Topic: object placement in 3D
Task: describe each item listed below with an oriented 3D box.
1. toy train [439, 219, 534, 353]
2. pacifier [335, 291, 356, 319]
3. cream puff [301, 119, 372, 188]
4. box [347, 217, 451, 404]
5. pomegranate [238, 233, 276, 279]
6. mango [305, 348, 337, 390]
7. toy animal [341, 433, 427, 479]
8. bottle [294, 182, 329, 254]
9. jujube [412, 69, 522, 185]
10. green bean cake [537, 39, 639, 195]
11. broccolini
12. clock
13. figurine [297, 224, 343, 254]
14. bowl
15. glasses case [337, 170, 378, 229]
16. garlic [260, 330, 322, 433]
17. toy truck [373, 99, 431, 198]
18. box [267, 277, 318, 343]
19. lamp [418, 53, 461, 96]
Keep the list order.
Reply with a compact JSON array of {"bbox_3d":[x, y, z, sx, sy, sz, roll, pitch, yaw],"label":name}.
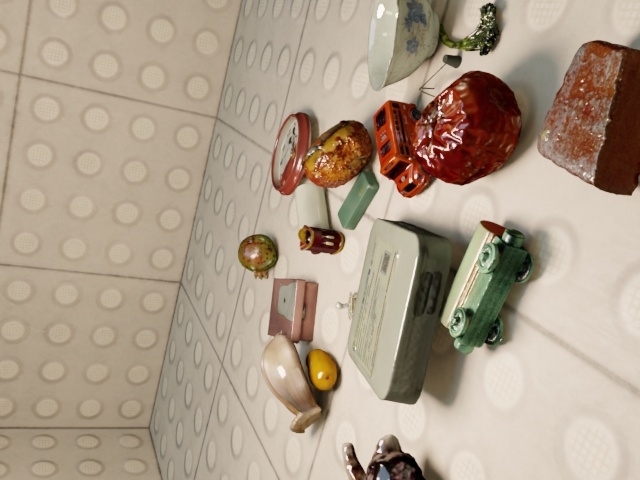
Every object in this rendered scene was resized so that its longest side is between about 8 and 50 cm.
[{"bbox_3d":[0.338,0.092,1.343,0.177,0.116,0.285,-110,35,-64],"label":"toy train"},{"bbox_3d":[0.075,0.193,1.888,0.068,0.064,0.083,128,145,-75],"label":"pacifier"},{"bbox_3d":[0.056,-0.252,1.909,0.164,0.240,0.240,57,141,10],"label":"cream puff"},{"bbox_3d":[0.181,0.156,1.570,0.396,0.111,0.395,-139,60,-75],"label":"box"},{"bbox_3d":[-0.243,0.068,2.500,0.159,0.159,0.205,-117,16,-50],"label":"pomegranate"},{"bbox_3d":[0.001,0.393,1.963,0.184,0.085,0.102,-127,49,-70],"label":"mango"},{"bbox_3d":[0.173,0.615,1.431,0.303,0.195,0.344,148,123,-64],"label":"toy animal"},{"bbox_3d":[-0.026,-0.067,2.124,0.104,0.104,0.245,-47,42,50],"label":"bottle"},{"bbox_3d":[0.317,-0.241,1.381,0.232,0.213,0.212,-43,45,45],"label":"jujube"},{"bbox_3d":[0.497,-0.218,1.108,0.198,0.097,0.232,51,128,58],"label":"green bean cake"},{"bbox_3d":[0.352,-0.528,1.557,0.123,0.062,0.271,-63,27,13],"label":"broccolini"},{"bbox_3d":[-0.101,-0.323,2.383,0.318,0.080,0.318,-170,90,-69],"label":"clock"},{"bbox_3d":[-0.001,-0.001,1.996,0.098,0.154,0.082,6,88,61],"label":"figurine"},{"bbox_3d":[0.227,-0.546,1.674,0.313,0.146,0.313,-177,90,-82],"label":"bowl"},{"bbox_3d":[0.112,-0.120,1.930,0.184,0.040,0.077,-60,33,37],"label":"glasses case"},{"bbox_3d":[-0.101,0.431,1.990,0.325,0.132,0.279,60,164,21],"label":"garlic"},{"bbox_3d":[0.212,-0.241,1.678,0.107,0.114,0.252,-43,45,51],"label":"toy truck"},{"bbox_3d":[-0.096,0.240,2.198,0.215,0.086,0.215,-4,79,64],"label":"box"},{"bbox_3d":[0.302,-0.423,1.615,0.121,0.054,0.041,-57,35,41],"label":"lamp"}]
